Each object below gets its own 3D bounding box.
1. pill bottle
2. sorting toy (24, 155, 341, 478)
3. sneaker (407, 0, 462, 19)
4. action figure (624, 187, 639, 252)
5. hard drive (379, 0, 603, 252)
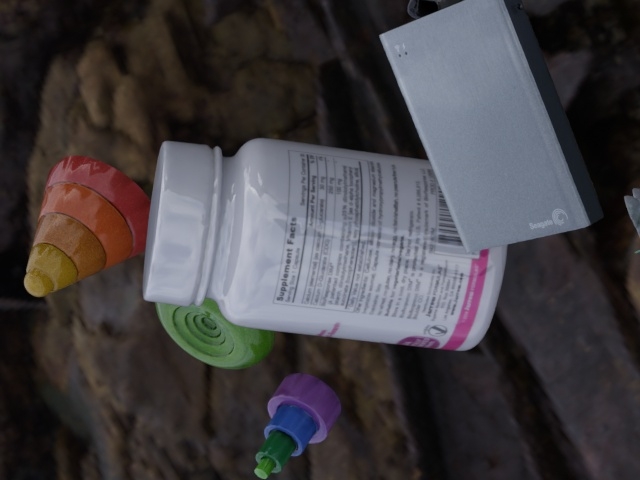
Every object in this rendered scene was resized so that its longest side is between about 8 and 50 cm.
[{"bbox_3d":[0.000,0.000,1.255,0.160,0.283,0.160,-173,90,-81],"label":"pill bottle"},{"bbox_3d":[-0.142,0.089,1.392,0.365,0.126,0.127,44,141,-11],"label":"sorting toy"},{"bbox_3d":[0.193,-0.218,1.912,0.109,0.130,0.286,108,148,-50],"label":"sneaker"},{"bbox_3d":[0.312,-0.050,0.949,0.232,0.137,0.063,-21,93,18],"label":"action figure"},{"bbox_3d":[0.093,-0.064,0.818,0.094,0.022,0.135,-14,101,51],"label":"hard drive"}]
